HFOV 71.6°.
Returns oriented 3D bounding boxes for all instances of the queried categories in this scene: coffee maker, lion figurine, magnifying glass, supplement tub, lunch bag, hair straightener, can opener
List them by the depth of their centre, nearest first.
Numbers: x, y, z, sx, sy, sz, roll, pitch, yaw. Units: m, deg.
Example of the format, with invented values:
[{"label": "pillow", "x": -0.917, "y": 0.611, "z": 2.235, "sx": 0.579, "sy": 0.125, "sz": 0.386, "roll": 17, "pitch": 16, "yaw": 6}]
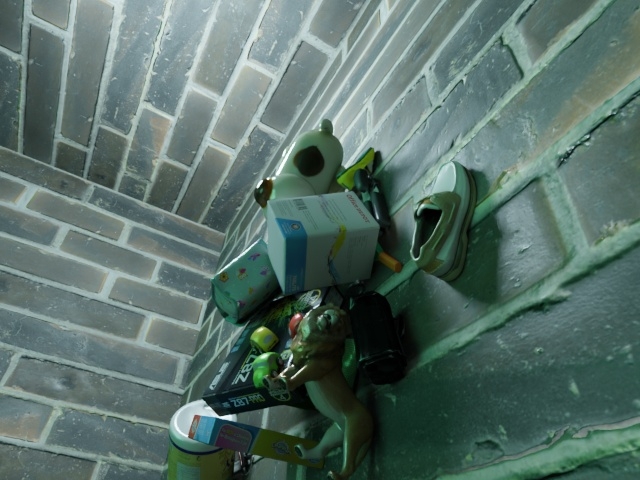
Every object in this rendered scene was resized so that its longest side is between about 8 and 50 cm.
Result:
[{"label": "coffee maker", "x": 0.117, "y": 0.216, "z": 1.019, "sx": 0.120, "sy": 0.171, "sz": 0.178, "roll": -39, "pitch": 32, "yaw": 22}, {"label": "lion figurine", "x": 0.027, "y": 0.355, "z": 1.022, "sx": 0.142, "sy": 0.240, "sz": 0.393, "roll": -30, "pitch": 82, "yaw": 50}, {"label": "magnifying glass", "x": 0.165, "y": 0.038, "z": 1.266, "sx": 0.231, "sy": 0.026, "sz": 0.092, "roll": -137, "pitch": 43, "yaw": -65}, {"label": "can opener", "x": 0.155, "y": -0.122, "z": 1.412, "sx": 0.074, "sy": 0.093, "sz": 0.281, "roll": -56, "pitch": 28, "yaw": 33}, {"label": "lunch bag", "x": -0.231, "y": 0.155, "z": 1.445, "sx": 0.223, "sy": 0.160, "sz": 0.262, "roll": -40, "pitch": -15, "yaw": -26}, {"label": "supplement tub", "x": -0.433, "y": 0.789, "z": 1.625, "sx": 0.241, "sy": 0.240, "sz": 0.332, "roll": -124, "pitch": 39, "yaw": -67}, {"label": "hair straightener", "x": -0.285, "y": 0.764, "z": 1.643, "sx": 0.089, "sy": 0.047, "sz": 0.230, "roll": -62, "pitch": 21, "yaw": 15}]

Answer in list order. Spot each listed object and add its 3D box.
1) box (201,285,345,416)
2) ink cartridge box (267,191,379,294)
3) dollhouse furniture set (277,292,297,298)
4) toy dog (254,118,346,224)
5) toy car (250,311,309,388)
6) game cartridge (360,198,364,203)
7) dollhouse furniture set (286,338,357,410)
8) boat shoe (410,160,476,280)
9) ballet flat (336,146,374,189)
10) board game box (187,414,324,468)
[{"label": "box", "x": -0.122, "y": 0.305, "z": 1.289, "sx": 0.318, "sy": 0.097, "sz": 0.395, "roll": -24, "pitch": 21, "yaw": 33}, {"label": "ink cartridge box", "x": 0.000, "y": 0.000, "z": 1.278, "sx": 0.198, "sy": 0.269, "sz": 0.197, "roll": -119, "pitch": 27, "yaw": -49}, {"label": "dollhouse furniture set", "x": -0.187, "y": 0.298, "z": 1.826, "sx": 0.212, "sy": 0.160, "sz": 0.243, "roll": -138, "pitch": 50, "yaw": -69}, {"label": "toy dog", "x": -0.056, "y": -0.183, "z": 1.540, "sx": 0.395, "sy": 0.284, "sz": 0.408, "roll": -52, "pitch": 7, "yaw": 46}, {"label": "toy car", "x": -0.119, "y": 0.274, "z": 1.129, "sx": 0.238, "sy": 0.053, "sz": 0.225, "roll": -25, "pitch": 21, "yaw": 26}, {"label": "game cartridge", "x": 0.139, "y": -0.105, "z": 1.531, "sx": 0.056, "sy": 0.017, "sz": 0.084, "roll": -9, "pitch": 61, "yaw": 63}, {"label": "dollhouse furniture set", "x": -0.028, "y": 0.367, "z": 1.255, "sx": 0.301, "sy": 0.151, "sz": 0.198, "roll": -33, "pitch": 39, "yaw": 57}, {"label": "boat shoe", "x": 0.275, "y": -0.065, "z": 1.009, "sx": 0.113, "sy": 0.103, "sz": 0.303, "roll": -36, "pitch": 37, "yaw": 55}, {"label": "ballet flat", "x": 0.140, "y": -0.249, "z": 1.567, "sx": 0.231, "sy": 0.077, "sz": 0.077, "roll": -45, "pitch": 3, "yaw": -39}, {"label": "board game box", "x": -0.177, "y": 0.545, "z": 1.208, "sx": 0.242, "sy": 0.316, "sz": 0.064, "roll": -32, "pitch": 40, "yaw": 57}]
